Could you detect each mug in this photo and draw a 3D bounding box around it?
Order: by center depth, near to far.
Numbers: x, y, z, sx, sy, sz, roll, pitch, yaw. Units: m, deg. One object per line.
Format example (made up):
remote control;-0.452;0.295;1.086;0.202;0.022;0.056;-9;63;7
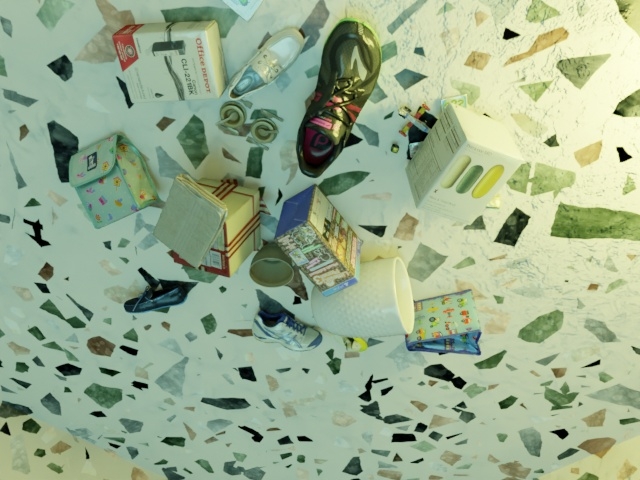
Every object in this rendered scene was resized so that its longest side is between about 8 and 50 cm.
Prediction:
mug;0.164;0.235;1.921;0.327;0.276;0.374;-10;156;20

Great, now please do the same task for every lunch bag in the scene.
lunch bag;-0.698;-0.201;1.729;0.223;0.160;0.262;-19;102;23
lunch bag;0.438;0.313;1.951;0.293;0.221;0.138;-5;126;9

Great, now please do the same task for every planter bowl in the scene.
planter bowl;-0.178;0.081;1.906;0.161;0.109;0.162;-1;136;-1

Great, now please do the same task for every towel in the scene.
towel;-0.396;-0.056;1.571;0.187;0.049;0.282;38;129;0

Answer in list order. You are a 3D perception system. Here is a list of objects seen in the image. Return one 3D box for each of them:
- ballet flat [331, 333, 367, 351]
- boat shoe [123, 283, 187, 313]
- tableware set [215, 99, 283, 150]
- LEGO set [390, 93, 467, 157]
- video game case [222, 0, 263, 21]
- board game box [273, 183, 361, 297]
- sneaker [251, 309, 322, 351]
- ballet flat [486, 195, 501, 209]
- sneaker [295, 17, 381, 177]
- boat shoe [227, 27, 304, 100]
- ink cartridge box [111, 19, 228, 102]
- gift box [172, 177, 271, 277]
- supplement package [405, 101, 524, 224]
ballet flat;0.110;0.414;2.153;0.077;0.077;0.231;-33;117;26
boat shoe;-0.669;0.222;2.093;0.258;0.109;0.089;-14;118;-4
tableware set;-0.228;-0.363;1.629;0.194;0.039;0.128;25;125;-12
LEGO set;0.331;-0.332;1.581;0.244;0.060;0.183;-8;125;8
video game case;-0.217;-0.695;1.391;0.157;0.019;0.143;36;122;-19
board game box;0.000;0.000;1.757;0.141;0.232;0.291;-27;119;25
sneaker;-0.134;0.365;2.122;0.296;0.112;0.131;8;127;-1
ballet flat;0.516;-0.133;1.724;0.168;0.057;0.053;3;99;0
sneaker;0.049;-0.381;1.484;0.185;0.202;0.483;14;127;-6
boat shoe;-0.159;-0.491;1.490;0.277;0.096;0.098;-35;116;27
ink cartridge box;-0.422;-0.512;1.491;0.272;0.114;0.197;-1;126;6
gift box;-0.324;-0.041;1.741;0.276;0.258;0.255;17;126;12
supplement package;0.415;-0.223;1.540;0.199;0.198;0.263;15;132;-18
